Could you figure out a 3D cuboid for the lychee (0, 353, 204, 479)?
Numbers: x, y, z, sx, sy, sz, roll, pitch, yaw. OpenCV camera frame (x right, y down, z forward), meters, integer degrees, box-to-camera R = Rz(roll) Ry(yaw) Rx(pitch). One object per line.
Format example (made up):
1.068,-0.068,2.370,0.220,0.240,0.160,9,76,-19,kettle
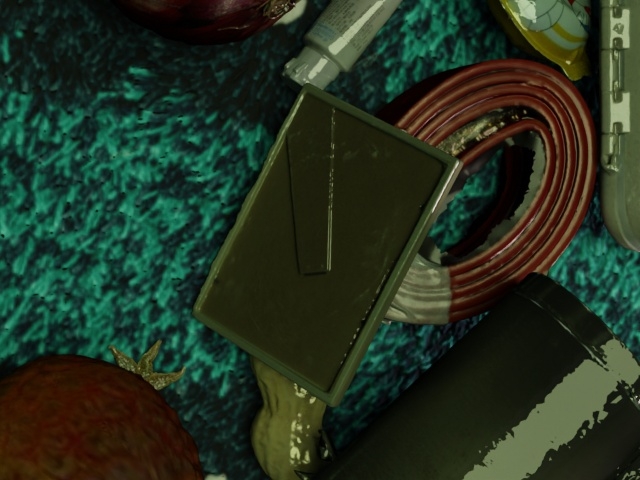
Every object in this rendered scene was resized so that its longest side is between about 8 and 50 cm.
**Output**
-0.244,0.228,1.394,0.255,0.300,0.255,-22,122,-40,lychee

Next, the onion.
-0.113,-0.283,1.397,0.281,0.281,0.221,17,120,-17,onion

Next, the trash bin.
0.161,0.204,1.449,0.301,0.203,0.252,-41,75,-6,trash bin

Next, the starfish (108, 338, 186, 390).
-0.177,0.143,1.516,0.092,0.016,0.086,-8,96,-20,starfish

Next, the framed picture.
0.000,0.000,1.474,0.192,0.018,0.265,31,98,27,framed picture

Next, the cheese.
0.204,-0.285,1.572,0.177,0.069,0.270,-25,85,-55,cheese

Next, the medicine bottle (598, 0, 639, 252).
0.403,-0.174,1.603,0.282,0.123,0.375,-2,91,-41,medicine bottle

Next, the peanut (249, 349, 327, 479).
-0.031,0.167,1.530,0.082,0.082,0.187,-3,93,-17,peanut

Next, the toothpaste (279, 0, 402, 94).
0.047,-0.246,1.546,0.234,0.089,0.057,-54,134,-5,toothpaste

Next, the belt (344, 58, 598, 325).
0.137,-0.039,1.556,0.227,0.115,0.324,45,80,-11,belt
